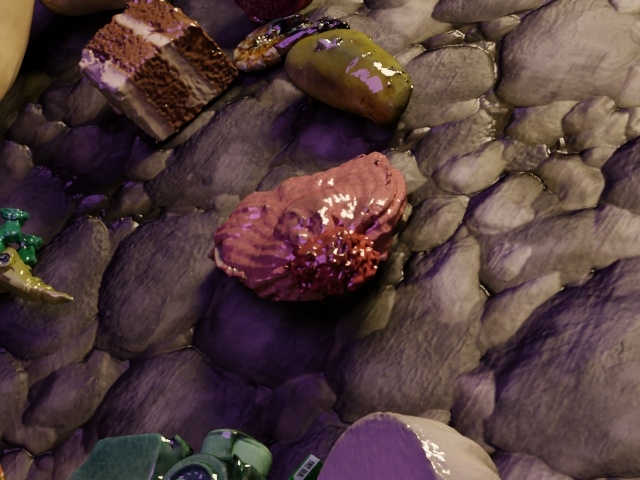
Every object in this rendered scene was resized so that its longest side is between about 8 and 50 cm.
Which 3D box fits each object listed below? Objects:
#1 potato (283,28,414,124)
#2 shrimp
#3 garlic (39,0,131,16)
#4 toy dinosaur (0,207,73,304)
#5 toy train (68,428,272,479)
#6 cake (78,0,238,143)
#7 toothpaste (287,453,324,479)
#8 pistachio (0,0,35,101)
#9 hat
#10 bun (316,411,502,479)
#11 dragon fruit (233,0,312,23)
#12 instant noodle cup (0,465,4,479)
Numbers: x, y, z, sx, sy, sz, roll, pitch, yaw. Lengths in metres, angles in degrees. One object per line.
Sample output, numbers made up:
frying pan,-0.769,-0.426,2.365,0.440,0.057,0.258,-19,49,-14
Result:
potato,0.037,-0.200,1.852,0.105,0.085,0.188,-44,50,-10
shrimp,-0.041,-0.267,1.988,0.161,0.034,0.091,-18,45,15
garlic,-0.308,-0.390,2.196,0.217,0.110,0.228,-7,39,39
toy dinosaur,-0.397,0.027,1.888,0.259,0.094,0.153,7,55,23
toy train,-0.146,0.323,1.439,0.238,0.167,0.299,-9,49,35
cake,-0.212,-0.220,1.976,0.147,0.134,0.135,-50,46,-5
toothpaste,-0.028,0.251,1.532,0.017,0.020,0.083,26,68,44
pistachio,-0.503,-0.290,2.118,0.193,0.214,0.318,20,90,-1
hat,0.000,0.000,1.673,0.236,0.107,0.286,-33,20,-1
bun,0.106,0.286,1.335,0.263,0.175,0.263,-32,52,54
dragon fruit,-0.063,-0.346,2.025,0.126,0.112,0.068,-36,23,35
instant noodle cup,-0.499,0.236,1.649,0.200,0.264,0.264,-39,44,3
